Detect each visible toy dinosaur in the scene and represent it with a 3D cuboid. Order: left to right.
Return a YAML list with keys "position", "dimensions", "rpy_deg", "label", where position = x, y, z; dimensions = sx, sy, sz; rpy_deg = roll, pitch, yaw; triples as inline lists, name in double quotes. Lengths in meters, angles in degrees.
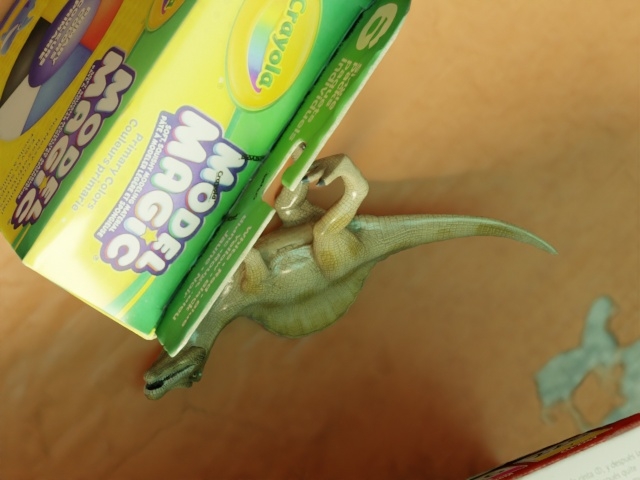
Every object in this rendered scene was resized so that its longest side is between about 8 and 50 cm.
- position: [0.000, 0.000, 0.678]
  dimensions: [0.183, 0.053, 0.092]
  rpy_deg: [-23, 127, -6]
  label: "toy dinosaur"

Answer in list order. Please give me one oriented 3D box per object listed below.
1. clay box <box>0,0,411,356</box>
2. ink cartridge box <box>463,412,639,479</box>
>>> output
- position: [-0.059, -0.054, 0.536]
  dimensions: [0.053, 0.222, 0.127]
  rpy_deg: [33, 91, -25]
  label: "clay box"
- position: [-0.018, 0.198, 0.648]
  dimensions: [0.309, 0.272, 0.130]
  rpy_deg: [-21, 80, -15]
  label: "ink cartridge box"
